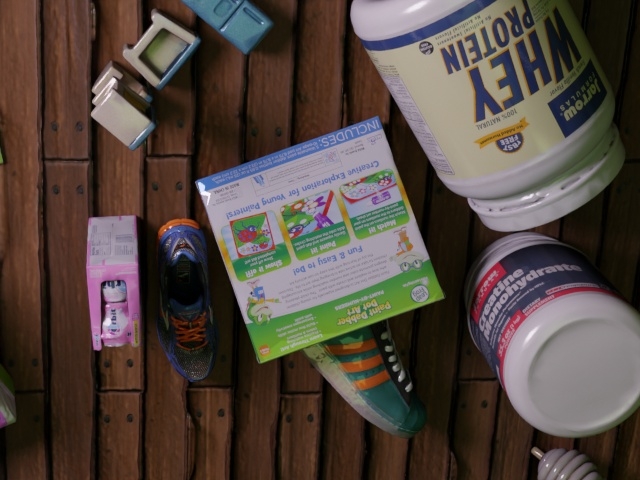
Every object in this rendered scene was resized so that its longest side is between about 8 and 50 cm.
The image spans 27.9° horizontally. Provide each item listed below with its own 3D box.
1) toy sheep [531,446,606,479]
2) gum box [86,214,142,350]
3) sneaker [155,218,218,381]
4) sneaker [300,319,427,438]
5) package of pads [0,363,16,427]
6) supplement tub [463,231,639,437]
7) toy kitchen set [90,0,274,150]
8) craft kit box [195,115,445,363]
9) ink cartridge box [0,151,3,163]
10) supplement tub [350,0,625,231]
[{"bbox_3d":[0.355,0.338,1.843,0.091,0.132,0.091,-35,141,-34],"label":"toy sheep"},{"bbox_3d":[-0.253,0.050,1.589,0.062,0.188,0.107,-3,110,-7],"label":"gum box"},{"bbox_3d":[-0.176,0.087,1.670,0.083,0.087,0.221,-9,112,-5],"label":"sneaker"},{"bbox_3d":[0.059,0.139,1.716,0.121,0.108,0.302,-40,110,12],"label":"sneaker"},{"bbox_3d":[-0.542,0.164,1.587,0.229,0.101,0.296,-24,134,1],"label":"package of pads"},{"bbox_3d":[0.297,0.112,1.655,0.191,0.272,0.191,-3,111,-8],"label":"supplement tub"},{"bbox_3d":[-0.159,-0.206,1.519,0.122,0.166,0.207,38,101,-19],"label":"toy kitchen set"},{"bbox_3d":[0.000,0.000,1.632,0.250,0.061,0.247,-19,84,-1],"label":"craft kit box"},{"bbox_3d":[-0.524,-0.146,1.522,0.255,0.097,0.189,-9,112,-5],"label":"ink cartridge box"},{"bbox_3d":[0.207,-0.197,1.544,0.235,0.235,0.325,-31,112,3],"label":"supplement tub"}]
